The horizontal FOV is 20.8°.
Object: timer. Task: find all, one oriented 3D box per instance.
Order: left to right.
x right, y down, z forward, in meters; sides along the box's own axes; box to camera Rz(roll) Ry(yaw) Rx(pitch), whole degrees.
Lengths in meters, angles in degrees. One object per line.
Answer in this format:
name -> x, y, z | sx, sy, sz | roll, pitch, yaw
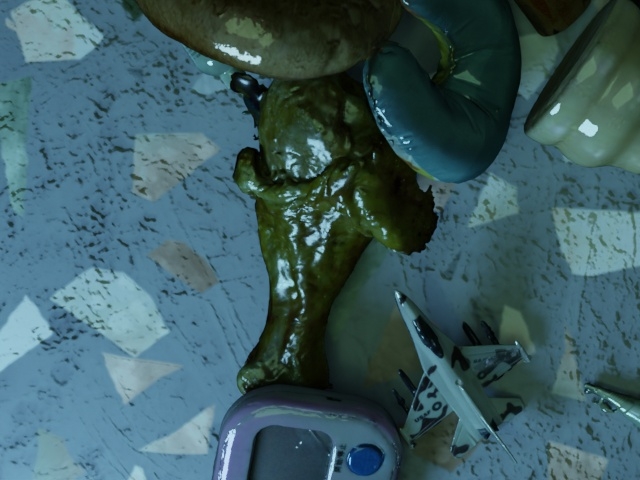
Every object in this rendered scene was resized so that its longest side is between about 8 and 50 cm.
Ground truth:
timer -> -0.017, 0.248, 1.816 | 0.190, 0.069, 0.208 | 8, 115, -7

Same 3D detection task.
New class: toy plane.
toy plane -> 0.130, 0.131, 1.787 | 0.160, 0.082, 0.234 | -36, 109, -3

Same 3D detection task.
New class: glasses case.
glasses case -> 0.199, -0.278, 1.714 | 0.064, 0.041, 0.170 | -36, 123, 11

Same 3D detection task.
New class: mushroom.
mushroom -> -0.053, -0.256, 1.702 | 0.278, 0.278, 0.146 | 15, 128, 6

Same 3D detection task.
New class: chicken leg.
chicken leg -> 0.014, -0.008, 1.777 | 0.211, 0.140, 0.361 | 6, 111, 25

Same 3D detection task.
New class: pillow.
pillow -> 0.123, -0.172, 1.690 | 0.086, 0.214, 0.233 | 0, 60, 37

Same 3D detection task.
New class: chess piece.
chess piece -> 0.366, -0.095, 1.707 | 0.299, 0.167, 0.167 | 32, 101, -3

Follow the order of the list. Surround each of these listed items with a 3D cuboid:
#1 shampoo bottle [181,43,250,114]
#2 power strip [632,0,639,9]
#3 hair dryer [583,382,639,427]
shampoo bottle -> -0.121, -0.215, 1.804 | 0.056, 0.056, 0.195 | -33, 93, 11
power strip -> 0.372, -0.207, 1.705 | 0.367, 0.106, 0.043 | 41, 95, 2
hair dryer -> 0.356, 0.236, 1.797 | 0.237, 0.075, 0.206 | 38, 108, 10
